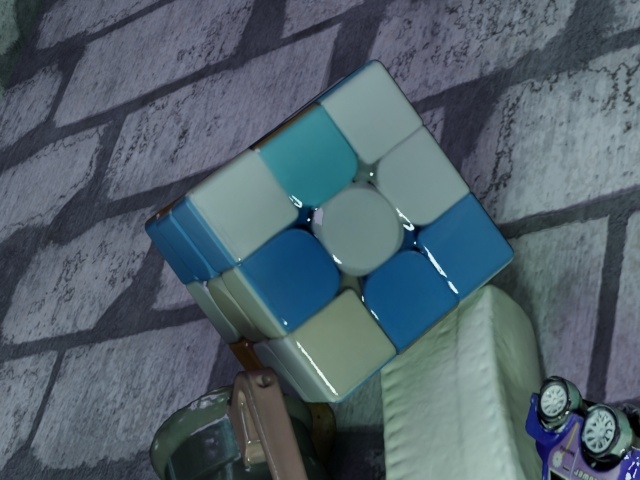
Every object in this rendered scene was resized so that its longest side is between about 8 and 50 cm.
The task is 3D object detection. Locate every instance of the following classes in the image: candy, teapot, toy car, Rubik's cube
[{"bbox_3d":[0.200,0.255,1.730,0.208,0.145,0.359,-31,39,28],"label":"candy"},{"bbox_3d":[-0.075,0.362,1.677,0.376,0.305,0.362,101,154,-45],"label":"teapot"},{"bbox_3d":[0.343,0.272,1.545,0.235,0.172,0.158,30,97,59],"label":"toy car"},{"bbox_3d":[0.000,0.000,1.844,0.346,0.347,0.344,-39,5,-17],"label":"Rubik's cube"}]

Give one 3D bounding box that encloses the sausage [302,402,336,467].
[{"bbox_3d":[-0.121,0.455,1.927,0.136,0.123,0.501,22,77,41],"label":"sausage"}]
